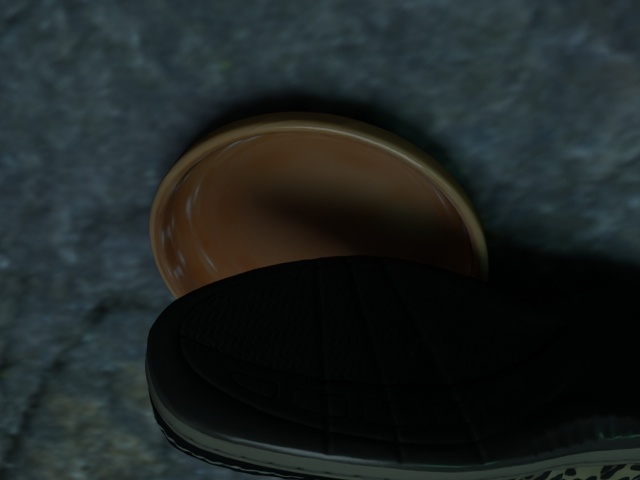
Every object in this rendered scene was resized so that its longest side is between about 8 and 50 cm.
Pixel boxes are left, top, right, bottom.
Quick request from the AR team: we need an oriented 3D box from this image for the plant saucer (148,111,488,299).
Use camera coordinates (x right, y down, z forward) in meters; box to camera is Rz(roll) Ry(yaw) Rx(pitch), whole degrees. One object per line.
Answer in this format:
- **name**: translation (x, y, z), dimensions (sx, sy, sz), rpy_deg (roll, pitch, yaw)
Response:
- **plant saucer**: translation (0.000, 0.000, 0.848), dimensions (0.200, 0.037, 0.200), rpy_deg (6, 133, 7)

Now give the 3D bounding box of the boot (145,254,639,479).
- **boot**: translation (0.065, 0.145, 0.861), dimensions (0.377, 0.138, 0.284), rpy_deg (0, 141, -20)
